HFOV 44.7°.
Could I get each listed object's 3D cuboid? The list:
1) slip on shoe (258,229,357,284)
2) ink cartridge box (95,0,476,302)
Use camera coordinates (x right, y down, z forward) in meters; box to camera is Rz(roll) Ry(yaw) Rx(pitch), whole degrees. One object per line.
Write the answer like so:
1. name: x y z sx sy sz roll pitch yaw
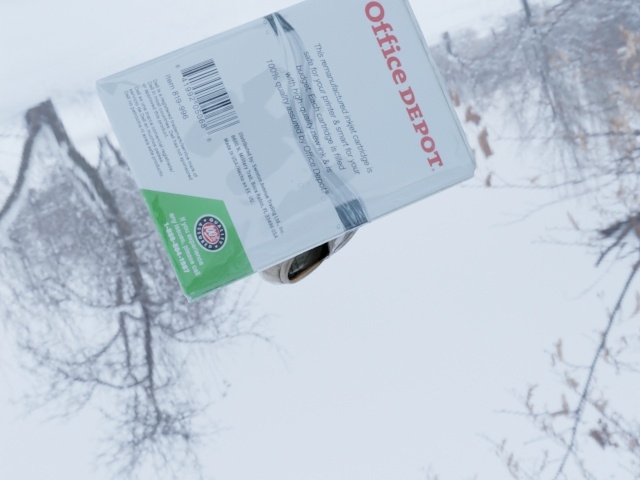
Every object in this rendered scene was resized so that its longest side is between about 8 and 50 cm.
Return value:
1. slip on shoe: 0.000 0.000 0.752 0.135 0.051 0.041 -31 -151 -31
2. ink cartridge box: -0.022 -0.069 0.532 0.208 0.153 0.087 -22 -179 -7
